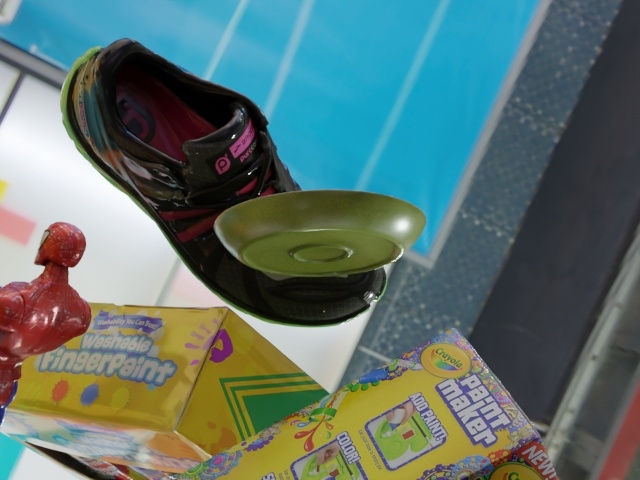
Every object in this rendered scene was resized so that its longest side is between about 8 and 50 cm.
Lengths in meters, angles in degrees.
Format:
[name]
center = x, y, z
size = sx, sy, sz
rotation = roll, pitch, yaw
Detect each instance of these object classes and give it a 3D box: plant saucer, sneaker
[plant saucer]
center = 0.000, 0.000, 1.279
size = 0.241, 0.241, 0.037
rotation = -32, -126, 58
[sneaker]
center = -0.117, -0.062, 1.396
size = 0.185, 0.483, 0.202
rotation = -55, -172, -22

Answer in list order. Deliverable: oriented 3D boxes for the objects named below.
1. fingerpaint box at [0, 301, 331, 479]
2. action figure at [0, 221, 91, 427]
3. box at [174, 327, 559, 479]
[fingerpaint box]
center = -0.197, 0.236, 1.453
size = 0.444, 0.371, 0.163
rotation = 0, -123, 39
[action figure]
center = -0.254, 0.084, 0.784
size = 0.139, 0.091, 0.280
rotation = 45, -72, 30
[box]
center = 0.073, 0.283, 0.970
size = 0.279, 0.290, 0.177
rotation = -29, -151, -3
